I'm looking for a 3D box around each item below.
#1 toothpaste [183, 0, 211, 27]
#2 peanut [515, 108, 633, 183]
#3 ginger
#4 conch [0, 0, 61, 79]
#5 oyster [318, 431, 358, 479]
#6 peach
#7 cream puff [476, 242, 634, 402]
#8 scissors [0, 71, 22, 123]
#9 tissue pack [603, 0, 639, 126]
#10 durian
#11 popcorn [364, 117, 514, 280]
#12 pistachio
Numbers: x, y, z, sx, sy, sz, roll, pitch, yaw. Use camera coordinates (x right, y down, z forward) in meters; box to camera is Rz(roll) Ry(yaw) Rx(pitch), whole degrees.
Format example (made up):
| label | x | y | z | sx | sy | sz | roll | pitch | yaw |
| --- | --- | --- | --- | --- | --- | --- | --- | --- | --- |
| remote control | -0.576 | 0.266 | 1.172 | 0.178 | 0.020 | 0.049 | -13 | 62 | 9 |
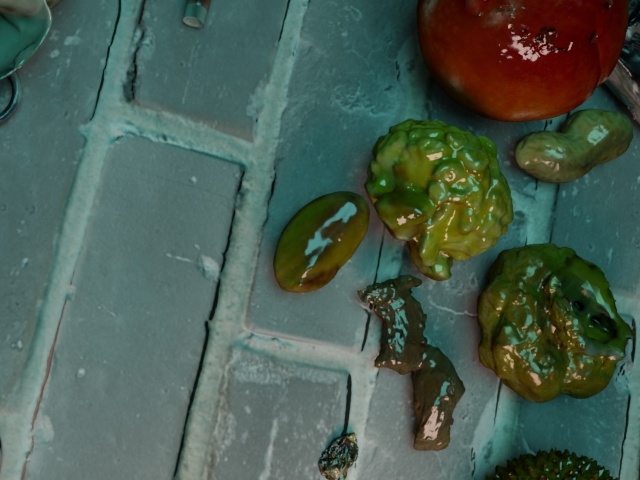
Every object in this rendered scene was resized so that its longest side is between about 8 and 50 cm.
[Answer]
| label | x | y | z | sx | sy | sz | roll | pitch | yaw |
| --- | --- | --- | --- | --- | --- | --- | --- | --- | --- |
| toothpaste | -0.179 | -0.439 | 1.508 | 0.056 | 0.036 | 0.205 | 15 | 75 | -13 |
| peanut | 0.440 | -0.163 | 1.629 | 0.229 | 0.098 | 0.103 | -24 | 49 | -19 |
| ginger | 0.152 | 0.197 | 1.498 | 0.122 | 0.084 | 0.290 | -19 | 89 | -25 |
| conch | -0.463 | -0.372 | 1.330 | 0.368 | 0.197 | 0.249 | -31 | 116 | -22 |
| oyster | 0.033 | 0.338 | 1.477 | 0.054 | 0.019 | 0.083 | 35 | 75 | -10 |
| peach | 0.323 | -0.358 | 1.481 | 0.370 | 0.370 | 0.370 | 2 | 82 | -17 |
| cream puff | 0.385 | 0.132 | 1.528 | 0.281 | 0.185 | 0.282 | 1 | 86 | -15 |
| scissors | -0.551 | -0.075 | 1.347 | 0.256 | 0.029 | 0.384 | -4 | 85 | -18 |
| tissue pack | 0.653 | -0.363 | 1.710 | 0.245 | 0.123 | 0.332 | 44 | 76 | -13 |
| durian | 0.342 | 0.457 | 1.454 | 0.258 | 0.258 | 0.293 | 45 | 83 | -7 |
| popcorn | 0.182 | -0.062 | 1.486 | 0.237 | 0.206 | 0.252 | 9 | 98 | -32 |
| pistachio | -0.004 | -0.001 | 1.474 | 0.110 | 0.100 | 0.189 | 37 | 88 | 15 |
